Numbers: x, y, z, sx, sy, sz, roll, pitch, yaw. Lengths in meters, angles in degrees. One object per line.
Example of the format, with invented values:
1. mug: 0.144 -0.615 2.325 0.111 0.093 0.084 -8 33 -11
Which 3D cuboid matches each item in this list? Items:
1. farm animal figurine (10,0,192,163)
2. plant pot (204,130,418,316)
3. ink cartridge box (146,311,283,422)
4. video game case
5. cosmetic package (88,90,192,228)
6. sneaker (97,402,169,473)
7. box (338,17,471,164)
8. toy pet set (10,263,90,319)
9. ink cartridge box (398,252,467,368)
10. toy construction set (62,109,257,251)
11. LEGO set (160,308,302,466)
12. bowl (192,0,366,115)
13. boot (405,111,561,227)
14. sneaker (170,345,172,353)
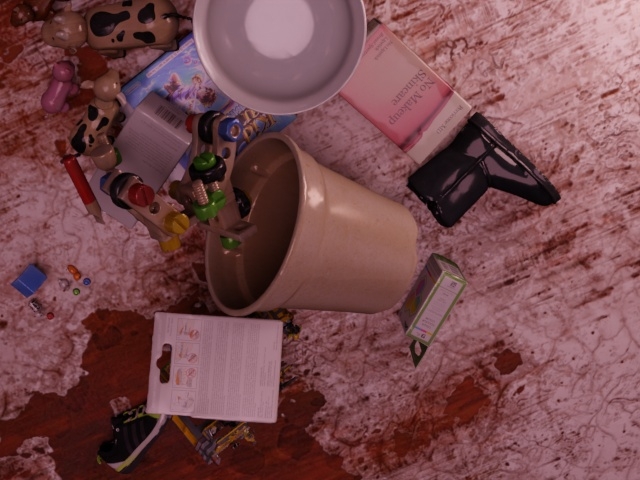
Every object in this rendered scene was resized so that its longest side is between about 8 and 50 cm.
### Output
1. farm animal figurine: -0.380 -0.335 1.637 0.327 0.172 0.330 -24 94 7
2. plant pot: 0.000 0.000 1.747 0.306 0.334 0.333 14 108 -32
3. ink cartridge box: -0.182 0.221 1.663 0.225 0.056 0.180 4 83 -2
4. video game case: -0.222 -0.247 1.779 0.269 0.061 0.244 -37 108 8
5. cosmetic package: -0.328 -0.144 1.733 0.117 0.085 0.231 36 122 -9
6. sneaker: -0.386 0.386 1.965 0.097 0.084 0.234 32 103 -12
7. box: 0.140 -0.278 1.760 0.232 0.127 0.148 39 101 -15
8. toy pet set: -0.538 0.095 1.867 0.122 0.065 0.114 -44 106 10
9. ink cartridge box: 0.211 0.141 1.914 0.062 0.109 0.209 25 105 -11
10. toy construction set: -0.252 -0.060 1.600 0.309 0.257 0.237 -1 128 22
11. LEGO set: -0.147 0.276 1.808 0.192 0.331 0.255 47 138 13
12. bowl: -0.071 -0.376 1.662 0.298 0.134 0.297 -1 107 -2
13. boot: 0.314 -0.098 1.848 0.246 0.094 0.207 42 97 -9
14. sneaker: -0.258 0.298 1.954 0.082 0.069 0.209 -31 108 11
